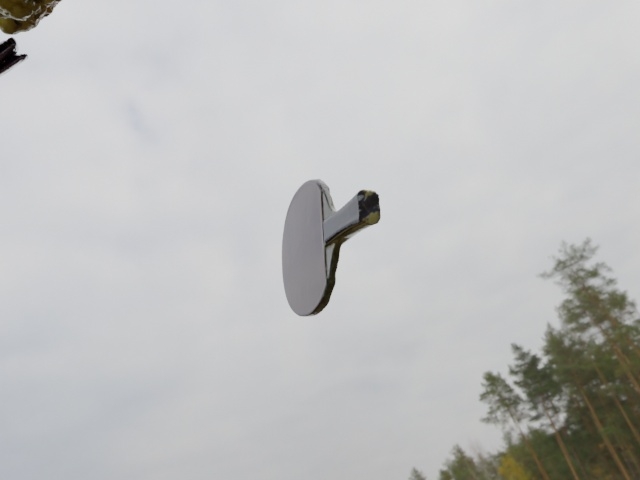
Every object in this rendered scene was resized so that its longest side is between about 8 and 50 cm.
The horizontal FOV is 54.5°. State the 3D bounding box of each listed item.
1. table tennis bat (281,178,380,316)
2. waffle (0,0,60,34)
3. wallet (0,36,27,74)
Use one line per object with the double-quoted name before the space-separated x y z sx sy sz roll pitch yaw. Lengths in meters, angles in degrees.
"table tennis bat" 0.000 0.000 0.416 0.014 0.095 0.158 3 -15 -20
"waffle" -0.179 -0.224 0.461 0.191 0.191 0.038 -34 -59 24
"wallet" -0.376 -0.182 0.679 0.111 0.166 0.030 -38 -63 -13
